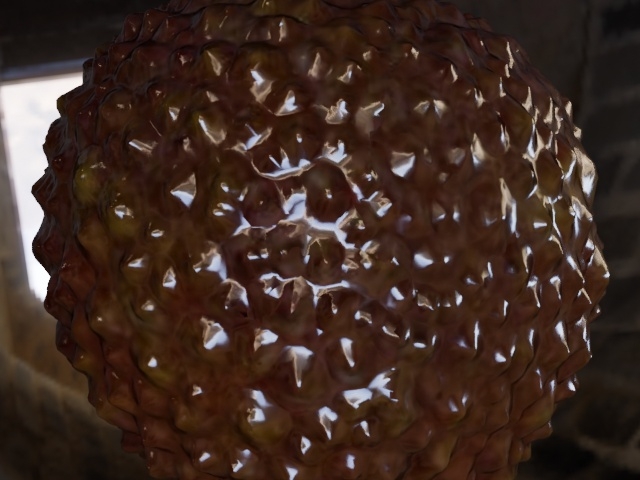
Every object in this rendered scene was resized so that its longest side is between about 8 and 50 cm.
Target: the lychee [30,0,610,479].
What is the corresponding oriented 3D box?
[{"bbox_3d":[0.000,0.000,0.689,0.276,0.304,0.276,-12,170,-2],"label":"lychee"}]
